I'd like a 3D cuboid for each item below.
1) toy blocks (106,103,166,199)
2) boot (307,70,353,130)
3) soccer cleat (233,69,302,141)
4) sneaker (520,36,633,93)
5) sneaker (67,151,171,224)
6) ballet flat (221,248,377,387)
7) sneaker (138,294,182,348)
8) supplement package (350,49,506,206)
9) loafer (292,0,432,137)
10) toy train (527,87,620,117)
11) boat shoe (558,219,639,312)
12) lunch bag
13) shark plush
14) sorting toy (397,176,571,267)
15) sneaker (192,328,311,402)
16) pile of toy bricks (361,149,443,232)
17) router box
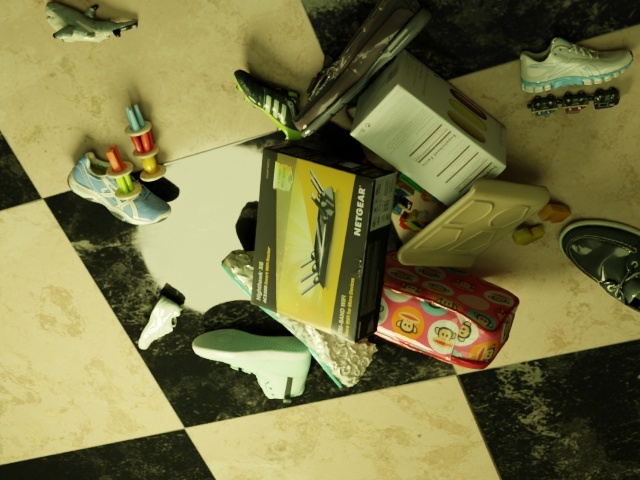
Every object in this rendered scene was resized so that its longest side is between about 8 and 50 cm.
[{"bbox_3d":[-0.359,-0.169,1.937,0.054,0.123,0.148,14,132,37],"label":"toy blocks"},{"bbox_3d":[0.037,-0.259,1.854,0.118,0.042,0.087,31,116,-21],"label":"boot"},{"bbox_3d":[-0.082,-0.256,1.869,0.072,0.060,0.179,-38,118,20],"label":"soccer cleat"},{"bbox_3d":[0.426,-0.305,1.738,0.191,0.071,0.082,-9,117,16],"label":"sneaker"},{"bbox_3d":[-0.388,-0.099,2.012,0.211,0.080,0.081,24,128,-8],"label":"sneaker"},{"bbox_3d":[-0.032,0.133,2.104,0.147,0.147,0.409,-29,118,26],"label":"ballet flat"},{"bbox_3d":[-0.347,0.186,2.221,0.061,0.053,0.152,25,124,-11],"label":"sneaker"},{"bbox_3d":[0.194,-0.192,1.811,0.244,0.139,0.134,34,125,-16],"label":"supplement package"},{"bbox_3d":[0.054,-0.308,1.769,0.302,0.109,0.095,-43,93,13],"label":"loafer"},{"bbox_3d":[0.443,-0.239,1.806,0.158,0.027,0.036,-5,134,13],"label":"toy train"},{"bbox_3d":[0.605,0.078,1.943,0.340,0.113,0.127,30,124,-11],"label":"boat shoe"},{"bbox_3d":[0.223,0.116,1.958,0.293,0.258,0.120,22,115,18],"label":"lunch bag"},{"bbox_3d":[-0.410,-0.388,1.834,0.161,0.073,0.067,4,95,13],"label":"shark plush"},{"bbox_3d":[0.307,-0.031,1.878,0.307,0.041,0.229,4,142,-42],"label":"sorting toy"},{"bbox_3d":[-0.150,0.279,2.221,0.256,0.094,0.151,6,119,3],"label":"sneaker"},{"bbox_3d":[0.134,-0.102,1.922,0.212,0.118,0.105,35,153,-33],"label":"pile of toy bricks"},{"bbox_3d":[0.000,0.000,1.856,0.243,0.081,0.308,18,113,33],"label":"router box"}]
